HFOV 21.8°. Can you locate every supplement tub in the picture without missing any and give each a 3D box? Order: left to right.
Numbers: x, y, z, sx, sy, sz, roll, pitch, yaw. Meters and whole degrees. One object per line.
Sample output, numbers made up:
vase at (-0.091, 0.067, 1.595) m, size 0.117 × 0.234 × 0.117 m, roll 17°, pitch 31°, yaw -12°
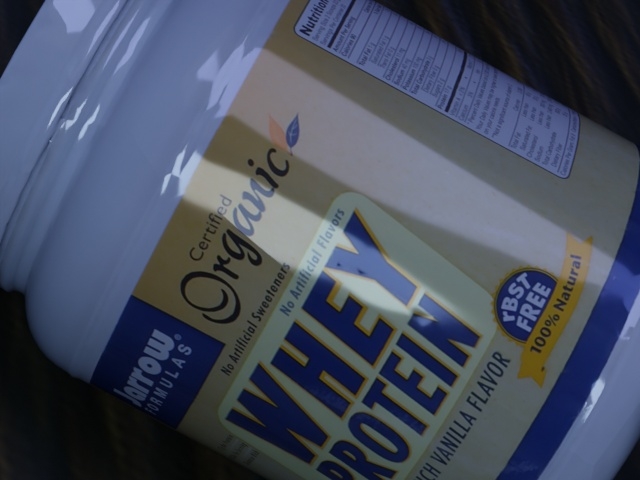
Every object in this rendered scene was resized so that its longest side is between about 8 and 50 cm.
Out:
supplement tub at (0.000, 0.000, 0.799) m, size 0.316 × 0.228 × 0.228 m, roll 28°, pitch 40°, yaw -3°
